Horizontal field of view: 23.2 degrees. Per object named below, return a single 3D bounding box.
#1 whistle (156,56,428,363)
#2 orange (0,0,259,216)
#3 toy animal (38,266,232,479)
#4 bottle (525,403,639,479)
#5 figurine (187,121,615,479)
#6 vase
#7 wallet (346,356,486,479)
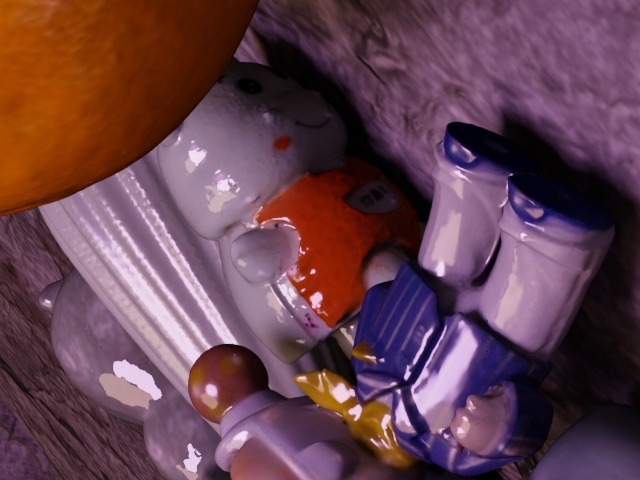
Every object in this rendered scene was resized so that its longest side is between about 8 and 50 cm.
[{"bbox_3d":[-0.002,0.001,0.773,0.253,0.102,0.106,55,157,3],"label":"whistle"},{"bbox_3d":[-0.157,-0.156,0.581,0.312,0.312,0.312,44,158,23],"label":"orange"},{"bbox_3d":[-0.081,0.101,0.936,0.108,0.138,0.236,103,152,-51],"label":"toy animal"},{"bbox_3d":[0.205,0.176,0.633,0.286,0.082,0.082,39,156,35],"label":"bottle"},{"bbox_3d":[0.029,0.082,0.684,0.194,0.133,0.274,14,98,40],"label":"figurine"},{"bbox_3d":[-0.064,0.016,0.862,0.248,0.128,0.128,58,162,16],"label":"vase"},{"bbox_3d":[0.042,0.114,0.956,0.243,0.039,0.133,53,161,0],"label":"wallet"}]
